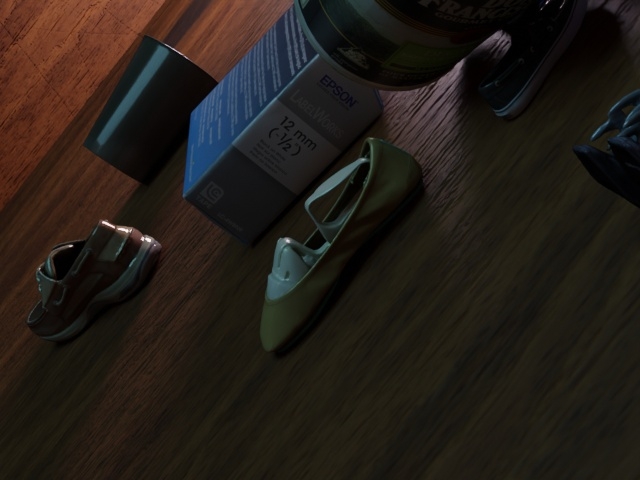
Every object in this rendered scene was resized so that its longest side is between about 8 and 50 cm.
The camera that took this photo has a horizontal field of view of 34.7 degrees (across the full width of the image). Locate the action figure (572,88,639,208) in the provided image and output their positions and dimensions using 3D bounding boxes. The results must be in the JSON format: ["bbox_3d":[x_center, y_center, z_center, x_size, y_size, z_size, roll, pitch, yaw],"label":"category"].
[{"bbox_3d":[0.277,-0.137,0.601,0.285,0.099,0.185,-49,17,1],"label":"action figure"}]

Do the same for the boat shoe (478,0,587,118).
[{"bbox_3d":[0.188,-0.173,0.901,0.142,0.040,0.049,-58,22,-13],"label":"boat shoe"}]

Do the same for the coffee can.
[{"bbox_3d":[0.106,-0.271,0.919,0.201,0.201,0.275,-60,9,-17],"label":"coffee can"}]

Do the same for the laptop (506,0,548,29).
[{"bbox_3d":[0.209,-0.373,1.033,0.264,0.136,0.234,-48,22,11],"label":"laptop"}]

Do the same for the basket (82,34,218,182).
[{"bbox_3d":[-0.310,-0.230,1.834,0.227,0.154,0.204,-57,24,-1],"label":"basket"}]

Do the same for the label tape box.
[{"bbox_3d":[-0.014,-0.192,1.238,0.348,0.115,0.249,-42,25,18],"label":"label tape box"}]

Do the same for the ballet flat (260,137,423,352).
[{"bbox_3d":[0.000,0.000,0.968,0.232,0.073,0.080,-51,22,4],"label":"ballet flat"}]

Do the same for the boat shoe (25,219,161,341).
[{"bbox_3d":[-0.370,0.053,1.559,0.324,0.116,0.123,-33,29,39],"label":"boat shoe"}]
